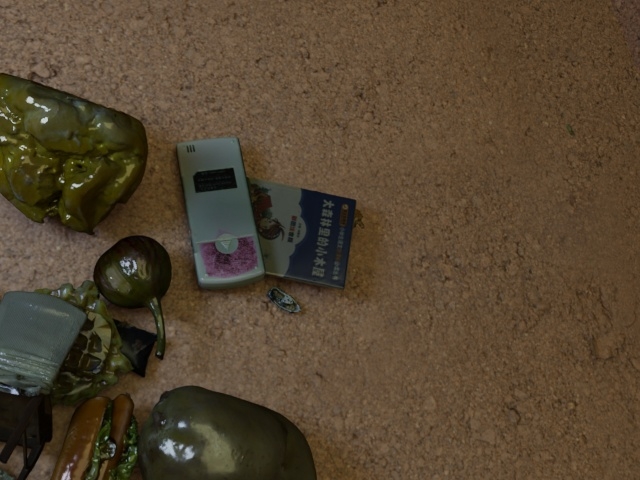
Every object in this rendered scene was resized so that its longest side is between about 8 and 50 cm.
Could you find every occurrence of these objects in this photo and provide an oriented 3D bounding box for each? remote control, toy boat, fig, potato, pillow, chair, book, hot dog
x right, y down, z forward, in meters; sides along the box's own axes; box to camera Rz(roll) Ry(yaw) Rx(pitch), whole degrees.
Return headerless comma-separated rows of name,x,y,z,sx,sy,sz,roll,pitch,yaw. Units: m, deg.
remote control,-0.214,-0.063,1.556,0.145,0.050,0.343,-7,67,-13
toy boat,-0.076,0.129,1.575,0.083,0.038,0.038,35,59,-6
fig,-0.334,0.108,1.389,0.149,0.149,0.245,-16,61,-29
potato,-0.171,0.402,1.311,0.326,0.221,0.243,23,70,-28
pillow,-0.387,0.194,1.400,0.150,0.048,0.090,23,53,-10
chair,-0.521,0.260,1.226,0.160,0.186,0.319,14,38,-4
book,-0.090,-0.025,1.598,0.323,0.018,0.228,11,65,-5
hot dog,-0.395,0.417,1.256,0.135,0.100,0.337,39,52,-40

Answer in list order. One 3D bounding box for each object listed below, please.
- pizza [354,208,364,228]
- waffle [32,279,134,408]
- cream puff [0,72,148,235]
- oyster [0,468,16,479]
pizza,0.000,0.000,1.647,0.188,0.062,0.198,10,64,-4
waffle,-0.472,0.190,1.329,0.204,0.054,0.223,-24,86,-12
cream puff,-0.505,-0.161,1.393,0.325,0.291,0.257,15,93,-34
oyster,-0.532,0.463,1.216,0.177,0.064,0.125,48,54,0
